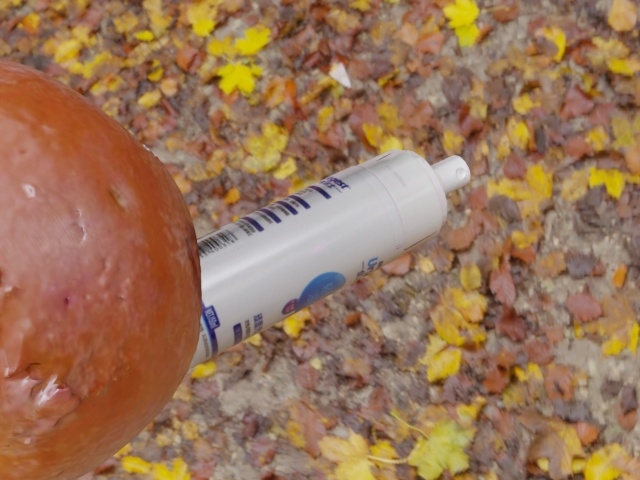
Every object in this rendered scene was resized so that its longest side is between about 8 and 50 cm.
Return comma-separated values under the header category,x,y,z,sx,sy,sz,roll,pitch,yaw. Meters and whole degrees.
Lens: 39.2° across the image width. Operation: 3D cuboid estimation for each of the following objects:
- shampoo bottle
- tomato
category,x,y,z,sx,sy,sz,roll,pitch,yaw
shampoo bottle,0.000,0.000,0.747,0.303,0.092,0.092,-26,61,-23
tomato,-0.157,0.016,0.423,0.208,0.208,0.184,-3,31,16
